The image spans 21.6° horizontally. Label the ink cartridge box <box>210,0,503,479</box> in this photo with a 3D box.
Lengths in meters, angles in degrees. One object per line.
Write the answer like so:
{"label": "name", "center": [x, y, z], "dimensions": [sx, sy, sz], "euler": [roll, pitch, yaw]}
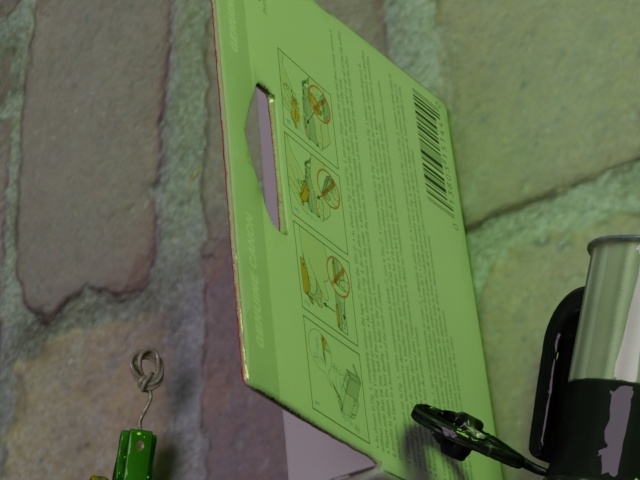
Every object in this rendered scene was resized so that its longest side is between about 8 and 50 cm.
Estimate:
{"label": "ink cartridge box", "center": [0.000, 0.000, 0.930], "dimensions": [0.066, 0.261, 0.296], "euler": [-23, 55, 27]}

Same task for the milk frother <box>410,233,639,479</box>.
{"label": "milk frother", "center": [0.133, 0.064, 0.873], "dimensions": [0.129, 0.143, 0.135], "euler": [-3, 69, 45]}

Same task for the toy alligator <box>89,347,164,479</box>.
{"label": "toy alligator", "center": [-0.124, 0.166, 1.092], "dimensions": [0.051, 0.056, 0.190], "euler": [123, 154, -63]}
